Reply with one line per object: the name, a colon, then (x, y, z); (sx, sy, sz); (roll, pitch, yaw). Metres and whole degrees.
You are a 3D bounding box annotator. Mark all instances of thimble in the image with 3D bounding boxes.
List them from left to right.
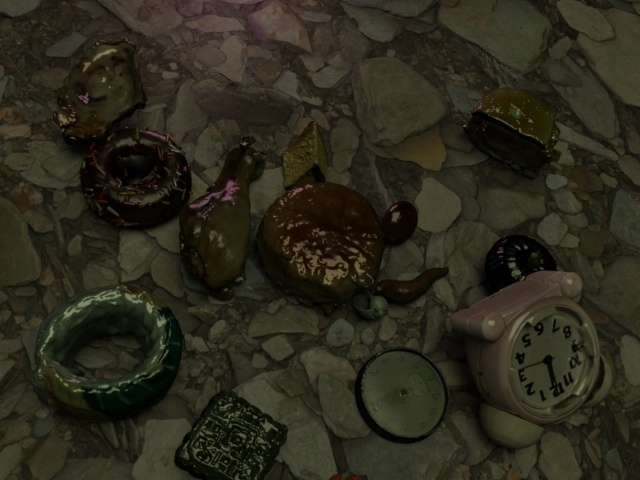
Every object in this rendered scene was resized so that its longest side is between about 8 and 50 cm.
thimble: (-0.421, 0.227, 1.293); (0.288, 0.167, 0.254); (-23, 69, -26)

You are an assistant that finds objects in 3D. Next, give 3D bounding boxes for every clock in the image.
clock: (0.185, 0.341, 1.462); (0.215, 0.042, 0.214); (6, 61, -11)
clock: (0.477, 0.265, 1.463); (0.342, 0.184, 0.325); (-23, 95, -15)

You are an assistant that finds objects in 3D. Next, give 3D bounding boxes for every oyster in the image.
oyster: (-0.544, -0.374, 1.616); (0.221, 0.096, 0.361); (-13, 53, -9)

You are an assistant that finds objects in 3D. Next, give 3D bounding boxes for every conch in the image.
conch: (0.118, 0.157, 1.538); (0.076, 0.085, 0.056); (-18, 112, -16)

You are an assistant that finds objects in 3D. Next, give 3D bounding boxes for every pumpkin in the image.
pumpkin: (0.504, 0.078, 1.638); (0.194, 0.150, 0.194); (22, 59, -42)

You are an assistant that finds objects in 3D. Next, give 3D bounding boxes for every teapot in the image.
teapot: (0.191, -0.043, 1.662); (0.129, 0.078, 0.098); (-52, 124, -18)

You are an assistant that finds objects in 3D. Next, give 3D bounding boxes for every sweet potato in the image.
sweet potato: (0.225, 0.113, 1.593); (0.250, 0.059, 0.069); (-11, 88, -32)

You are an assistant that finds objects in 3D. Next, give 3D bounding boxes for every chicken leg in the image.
chicken leg: (-0.216, -0.078, 1.543); (0.201, 0.152, 0.429); (26, 50, -14)

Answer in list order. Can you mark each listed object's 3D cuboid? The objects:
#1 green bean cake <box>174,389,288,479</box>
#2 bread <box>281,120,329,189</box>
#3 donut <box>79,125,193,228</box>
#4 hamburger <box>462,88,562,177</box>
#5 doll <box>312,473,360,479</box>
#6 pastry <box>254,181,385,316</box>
green bean cake: (-0.176, 0.406, 1.300); (0.181, 0.094, 0.173); (34, 58, 4)
bread: (-0.034, -0.212, 1.652); (0.127, 0.152, 0.147); (0, 61, -3)
donut: (-0.431, -0.154, 1.538); (0.270, 0.103, 0.269); (6, 62, -12)
hamburger: (0.558, -0.317, 1.848); (0.288, 0.167, 0.192); (31, 60, 4)
doll: (-0.007, 0.522, 1.269); (0.221, 0.143, 0.135); (-25, 99, -19)
pastry: (0.000, 0.000, 1.546); (0.330, 0.136, 0.329); (5, 60, -10)
